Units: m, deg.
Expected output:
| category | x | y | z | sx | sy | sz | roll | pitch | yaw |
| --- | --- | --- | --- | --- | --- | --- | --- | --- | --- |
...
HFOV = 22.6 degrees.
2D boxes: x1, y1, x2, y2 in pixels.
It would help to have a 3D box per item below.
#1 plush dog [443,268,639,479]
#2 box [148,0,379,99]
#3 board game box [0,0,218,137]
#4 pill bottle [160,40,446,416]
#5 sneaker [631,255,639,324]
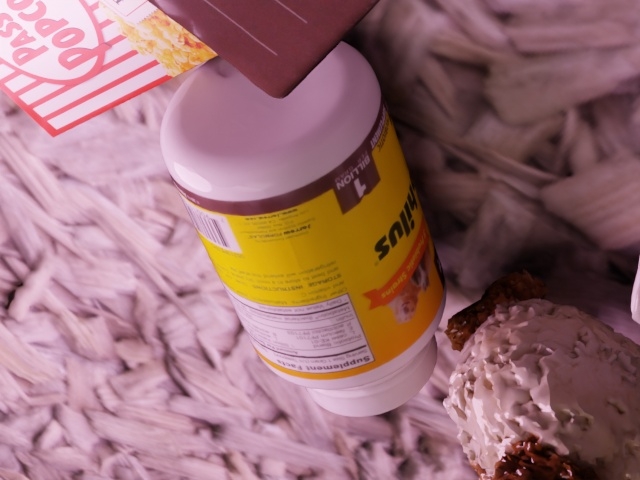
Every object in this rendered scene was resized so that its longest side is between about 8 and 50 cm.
| category | x | y | z | sx | sy | sz | roll | pitch | yaw |
| --- | --- | --- | --- | --- | --- | --- | --- | --- | --- |
| plush dog | 0.163 | 0.124 | 0.865 | 0.225 | 0.262 | 0.210 | 35 | 113 | -27 |
| box | 0.021 | -0.224 | 0.550 | 0.191 | 0.143 | 0.381 | 36 | 144 | -10 |
| board game box | -0.133 | -0.142 | 0.848 | 0.147 | 0.045 | 0.193 | 44 | 143 | -22 |
| pill bottle | 0.000 | 0.000 | 0.874 | 0.117 | 0.117 | 0.215 | 8 | 141 | 28 |
| sneaker | 0.215 | -0.017 | 0.698 | 0.090 | 0.115 | 0.232 | 31 | 146 | -4 |
